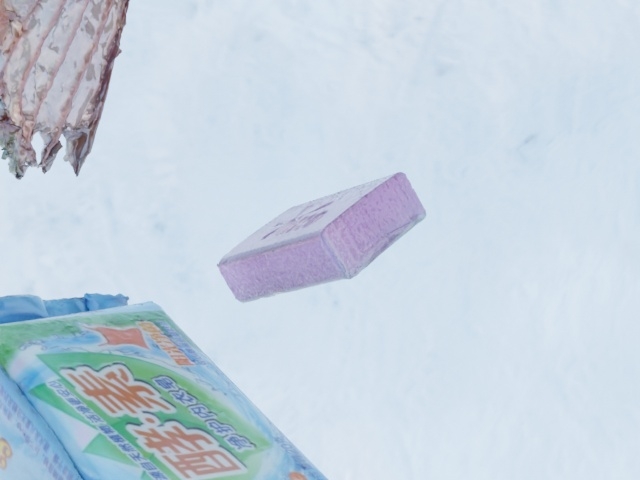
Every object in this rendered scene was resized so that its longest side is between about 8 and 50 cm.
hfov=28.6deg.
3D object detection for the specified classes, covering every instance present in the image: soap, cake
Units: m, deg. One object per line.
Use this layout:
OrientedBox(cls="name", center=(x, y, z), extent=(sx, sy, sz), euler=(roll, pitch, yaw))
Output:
OrientedBox(cls="soap", center=(-0.100, 0.127, 0.714), extent=(0.293, 0.156, 0.077), euler=(39, 119, 35))
OrientedBox(cls="soap", center=(-0.001, -0.002, 1.722), extent=(0.259, 0.181, 0.081), euler=(-16, 107, 53))
OrientedBox(cls="cake", center=(-0.160, -0.171, 0.753), extent=(0.135, 0.098, 0.287), euler=(-9, 72, 11))
